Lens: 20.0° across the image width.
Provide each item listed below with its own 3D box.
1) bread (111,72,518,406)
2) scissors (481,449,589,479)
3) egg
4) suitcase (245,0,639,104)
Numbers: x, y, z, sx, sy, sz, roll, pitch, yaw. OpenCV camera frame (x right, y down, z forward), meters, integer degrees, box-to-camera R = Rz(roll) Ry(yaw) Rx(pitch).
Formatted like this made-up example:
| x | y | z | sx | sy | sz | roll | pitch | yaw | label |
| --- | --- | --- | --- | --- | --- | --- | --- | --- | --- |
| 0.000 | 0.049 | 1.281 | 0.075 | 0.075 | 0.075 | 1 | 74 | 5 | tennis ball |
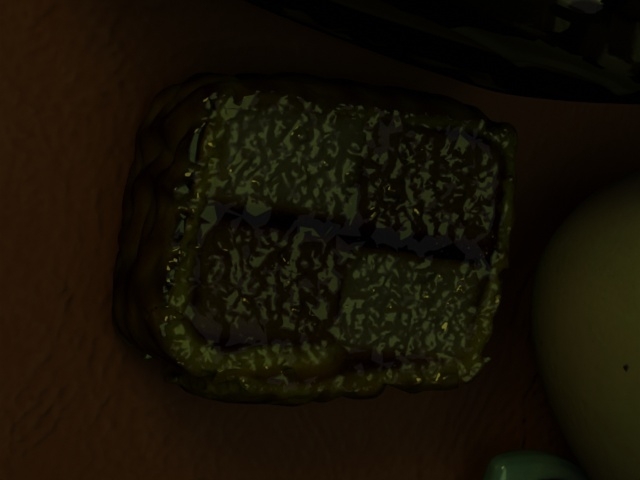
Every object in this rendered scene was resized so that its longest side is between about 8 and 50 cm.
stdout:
| x | y | z | sx | sy | sz | roll | pitch | yaw | label |
| --- | --- | --- | --- | --- | --- | --- | --- | --- | --- |
| 0.000 | 0.000 | 1.011 | 0.222 | 0.096 | 0.181 | 4 | 94 | -26 | bread |
| 0.231 | 0.198 | 1.175 | 0.360 | 0.029 | 0.191 | -12 | 106 | -26 | scissors |
| 0.223 | 0.083 | 1.078 | 0.264 | 0.174 | 0.286 | -42 | 122 | -50 | egg |
| 0.058 | -0.195 | 0.882 | 0.351 | 0.339 | 0.194 | 19 | 88 | -24 | suitcase |
